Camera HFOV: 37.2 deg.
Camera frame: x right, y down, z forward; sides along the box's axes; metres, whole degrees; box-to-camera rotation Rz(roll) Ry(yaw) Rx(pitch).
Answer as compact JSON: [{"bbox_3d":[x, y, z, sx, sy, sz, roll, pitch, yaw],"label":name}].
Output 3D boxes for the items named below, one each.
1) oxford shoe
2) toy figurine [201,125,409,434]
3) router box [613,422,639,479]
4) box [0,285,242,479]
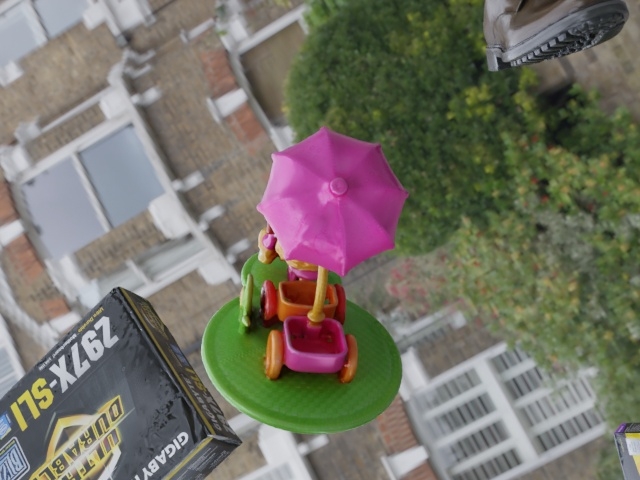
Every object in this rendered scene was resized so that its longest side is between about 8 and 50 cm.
[{"bbox_3d":[0.179,-0.195,0.786,0.227,0.083,0.096,-143,39,-77],"label":"oxford shoe"},{"bbox_3d":[0.000,0.000,0.579,0.173,0.130,0.159,-99,17,-52],"label":"toy figurine"},{"bbox_3d":[0.544,0.371,1.471,0.046,0.133,0.179,-26,-78,-51],"label":"router box"},{"bbox_3d":[-0.289,0.257,1.191,0.257,0.322,0.079,51,-172,33],"label":"box"}]
